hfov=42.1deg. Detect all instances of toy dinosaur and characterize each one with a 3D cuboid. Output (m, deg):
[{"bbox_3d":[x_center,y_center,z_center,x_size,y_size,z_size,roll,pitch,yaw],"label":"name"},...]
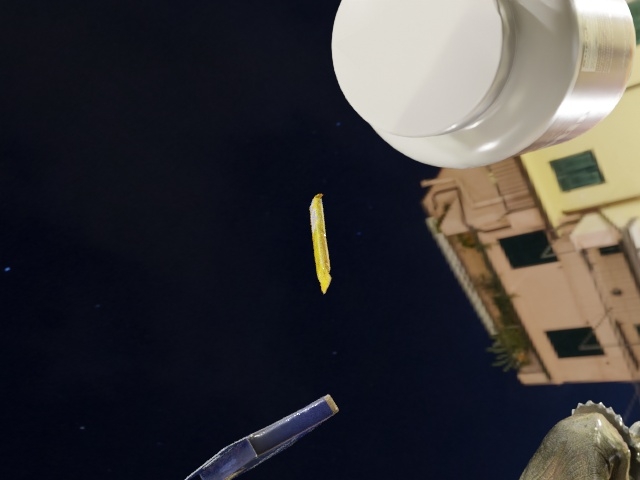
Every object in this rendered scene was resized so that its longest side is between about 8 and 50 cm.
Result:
[{"bbox_3d":[0.206,0.200,0.673,0.313,0.121,0.160,25,-102,-58],"label":"toy dinosaur"}]

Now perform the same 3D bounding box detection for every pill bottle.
[{"bbox_3d":[0.140,-0.156,0.684,0.323,0.181,0.182,-19,-87,-58],"label":"pill bottle"}]

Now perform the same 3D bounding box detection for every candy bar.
[{"bbox_3d":[0.000,0.000,1.227,0.018,0.040,0.161,3,-127,-12],"label":"candy bar"}]

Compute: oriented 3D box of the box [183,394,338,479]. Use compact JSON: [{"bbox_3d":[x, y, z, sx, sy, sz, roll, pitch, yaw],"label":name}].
[{"bbox_3d":[-0.088,0.308,1.244,0.225,0.136,0.036,-14,-113,-49],"label":"box"}]
